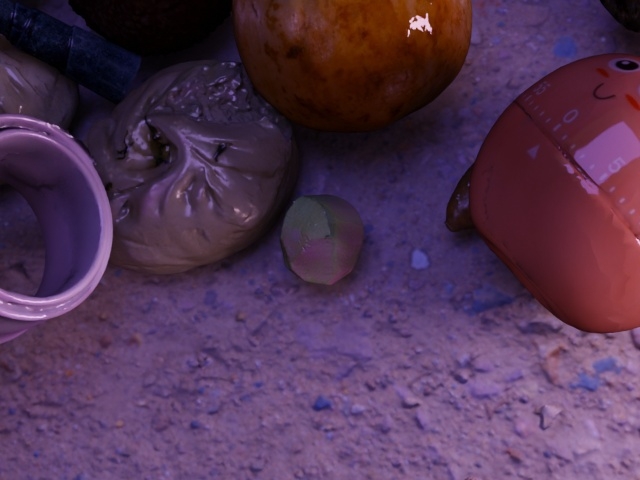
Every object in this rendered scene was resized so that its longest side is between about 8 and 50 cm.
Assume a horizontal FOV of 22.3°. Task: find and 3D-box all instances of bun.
[{"bbox_3d":[-0.128,-0.079,1.534,0.210,0.116,0.237,22,69,21],"label":"bun"},{"bbox_3d":[-0.353,-0.152,1.607,0.222,0.127,0.222,-5,60,8],"label":"bun"}]

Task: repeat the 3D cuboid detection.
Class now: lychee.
[{"bbox_3d":[-0.163,-0.273,1.613,0.194,0.194,0.194,-4,60,7],"label":"lychee"}]

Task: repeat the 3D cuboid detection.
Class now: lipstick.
[{"bbox_3d":[-0.285,-0.210,1.563,0.234,0.053,0.053,29,64,-16],"label":"lipstick"}]

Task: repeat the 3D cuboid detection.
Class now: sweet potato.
[{"bbox_3d":[0.196,-0.080,1.518,0.218,0.051,0.065,-38,58,-13],"label":"sweet potato"}]

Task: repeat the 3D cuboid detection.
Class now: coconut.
[{"bbox_3d":[0.000,0.000,1.491,0.082,0.081,0.083,-30,74,25],"label":"coconut"}]

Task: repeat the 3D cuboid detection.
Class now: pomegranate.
[{"bbox_3d":[0.027,-0.217,1.519,0.248,0.248,0.248,-4,60,7],"label":"pomegranate"}]

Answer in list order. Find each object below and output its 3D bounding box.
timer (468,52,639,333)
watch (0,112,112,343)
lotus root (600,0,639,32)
[{"bbox_3d":[0.247,-0.042,1.384,0.215,0.229,0.229,-43,62,1],"label":"timer"},{"bbox_3d":[-0.297,0.000,1.411,0.211,0.217,0.248,-26,44,45],"label":"watch"},{"bbox_3d":[0.419,-0.307,1.504,0.346,0.250,0.250,-27,60,-8],"label":"lotus root"}]
